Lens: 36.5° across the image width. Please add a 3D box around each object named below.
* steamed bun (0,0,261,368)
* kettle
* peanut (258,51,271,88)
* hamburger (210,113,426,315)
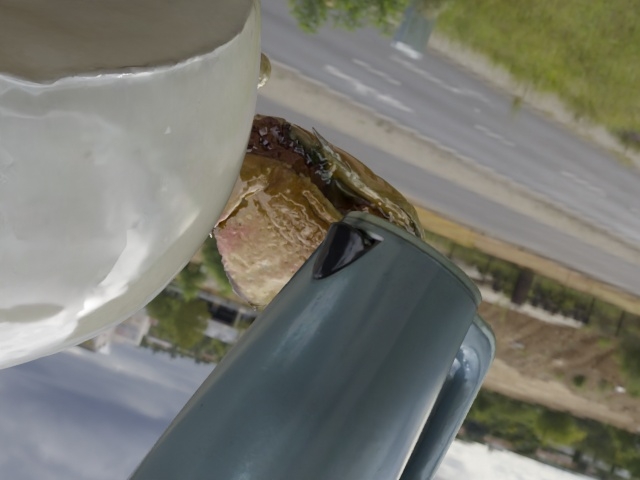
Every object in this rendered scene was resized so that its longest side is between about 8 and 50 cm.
[{"bbox_3d":[-0.191,-0.082,0.427,0.324,0.324,0.206,22,128,-13],"label":"steamed bun"},{"bbox_3d":[0.019,0.123,0.669,0.210,0.243,0.160,42,167,-33],"label":"kettle"},{"bbox_3d":[-0.070,-0.127,0.719,0.083,0.037,0.037,1,161,46],"label":"peanut"},{"bbox_3d":[0.000,0.000,0.999,0.245,0.155,0.282,5,130,5],"label":"hamburger"}]
